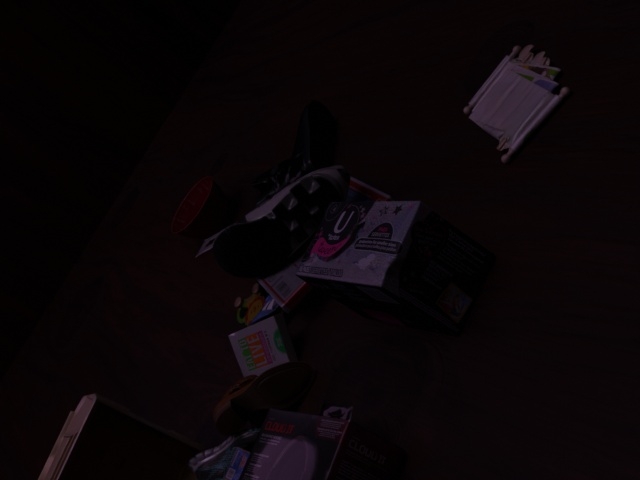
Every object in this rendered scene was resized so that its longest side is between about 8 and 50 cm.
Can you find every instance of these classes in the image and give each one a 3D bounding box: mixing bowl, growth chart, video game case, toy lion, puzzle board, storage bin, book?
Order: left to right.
[{"bbox_3d":[-0.345,0.435,1.351,0.123,0.262,0.260,-23,40,52],"label":"storage bin"},{"bbox_3d":[-0.308,-0.073,2.078,0.181,0.098,0.181,-40,30,29],"label":"mixing bowl"},{"bbox_3d":[-0.124,0.410,1.249,0.096,0.011,0.128,11,70,38],"label":"puzzle board"},{"bbox_3d":[-0.140,0.145,1.615,0.100,0.034,0.096,-37,39,34],"label":"toy lion"},{"bbox_3d":[-0.104,0.200,1.434,0.144,0.035,0.096,-28,78,45],"label":"book"},{"bbox_3d":[0.000,0.000,1.493,0.285,0.025,0.204,-46,25,-3],"label":"video game case"},{"bbox_3d":[0.323,-0.239,1.285,0.172,0.021,0.237,-47,27,16],"label":"growth chart"}]

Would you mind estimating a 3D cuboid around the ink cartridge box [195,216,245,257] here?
[{"bbox_3d":[-0.150,-0.020,1.658,0.224,0.056,0.181,-32,10,4],"label":"ink cartridge box"}]

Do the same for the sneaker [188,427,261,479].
[{"bbox_3d":[-0.146,0.379,1.324,0.166,0.065,0.076,-35,61,18],"label":"sneaker"}]

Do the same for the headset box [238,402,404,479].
[{"bbox_3d":[-0.025,0.364,1.059,0.218,0.110,0.293,-10,51,57],"label":"headset box"}]

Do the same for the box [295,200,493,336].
[{"bbox_3d":[0.104,0.034,1.170,0.247,0.163,0.142,2,62,60],"label":"box"}]

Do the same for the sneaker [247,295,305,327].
[{"bbox_3d":[-0.088,0.136,1.510,0.144,0.053,0.059,-44,27,4],"label":"sneaker"}]

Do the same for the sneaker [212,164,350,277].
[{"bbox_3d":[-0.066,-0.038,1.511,0.330,0.122,0.146,-30,11,29],"label":"sneaker"}]

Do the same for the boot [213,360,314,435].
[{"bbox_3d":[-0.105,0.260,1.365,0.197,0.073,0.152,-29,5,-3],"label":"boot"}]

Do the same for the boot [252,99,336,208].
[{"bbox_3d":[-0.069,-0.194,1.816,0.207,0.094,0.247,-30,41,35],"label":"boot"}]
